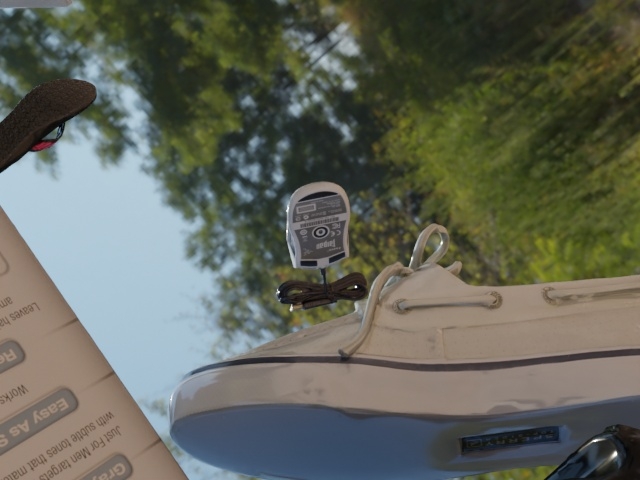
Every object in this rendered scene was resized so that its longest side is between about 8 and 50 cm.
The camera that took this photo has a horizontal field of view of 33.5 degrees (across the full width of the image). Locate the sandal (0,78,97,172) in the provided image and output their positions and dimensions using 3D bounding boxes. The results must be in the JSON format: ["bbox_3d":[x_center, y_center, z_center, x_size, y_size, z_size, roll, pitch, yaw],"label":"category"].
[{"bbox_3d":[-0.328,-0.125,1.211,0.067,0.179,0.040,29,149,26],"label":"sandal"}]

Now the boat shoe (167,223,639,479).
[{"bbox_3d":[0.079,0.067,0.731,0.136,0.366,0.157,76,-171,-52],"label":"boat shoe"}]

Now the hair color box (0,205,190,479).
[{"bbox_3d":[-0.236,0.081,0.588,0.185,0.113,0.374,-31,-97,-47],"label":"hair color box"}]

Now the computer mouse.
[{"bbox_3d":[0.000,0.000,1.164,0.042,0.106,0.193,-107,11,-45],"label":"computer mouse"}]

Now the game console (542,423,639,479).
[{"bbox_3d":[0.065,0.189,0.528,0.044,0.213,0.361,46,152,16],"label":"game console"}]

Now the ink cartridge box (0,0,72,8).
[{"bbox_3d":[-0.228,-0.291,0.689,0.114,0.196,0.273,60,-142,-58],"label":"ink cartridge box"}]
